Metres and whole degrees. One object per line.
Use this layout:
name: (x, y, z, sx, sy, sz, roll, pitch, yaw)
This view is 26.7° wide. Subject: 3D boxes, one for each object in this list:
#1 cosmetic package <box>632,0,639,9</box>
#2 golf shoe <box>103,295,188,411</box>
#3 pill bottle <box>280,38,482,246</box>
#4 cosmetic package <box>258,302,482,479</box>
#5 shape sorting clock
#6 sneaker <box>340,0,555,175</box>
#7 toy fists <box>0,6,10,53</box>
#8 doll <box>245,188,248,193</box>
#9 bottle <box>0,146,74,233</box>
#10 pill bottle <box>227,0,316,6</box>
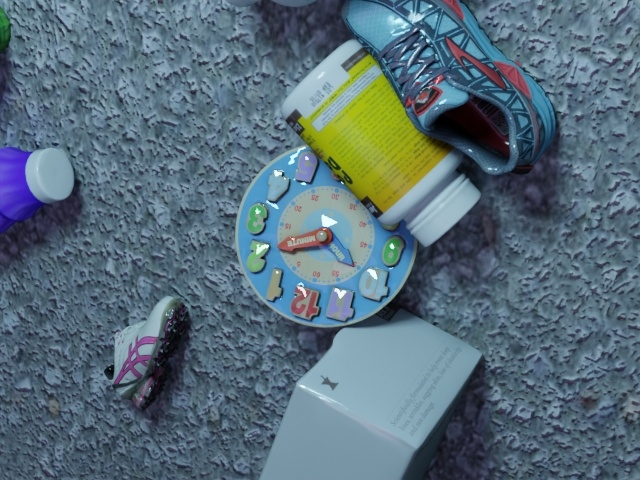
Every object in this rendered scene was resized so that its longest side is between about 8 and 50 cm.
cosmetic package: (0.398, -0.255, 1.170, 0.238, 0.107, 0.127, -36, 95, 34)
golf shoe: (-0.229, 0.136, 1.725, 0.086, 0.067, 0.186, 34, 126, 10)
pill bottle: (0.067, -0.098, 1.414, 0.215, 0.117, 0.117, 47, 127, -1)
cosmetic package: (0.028, 0.281, 1.578, 0.156, 0.217, 0.385, 30, 127, 11)
shape sorting clock: (0.006, -0.006, 1.496, 0.206, 0.040, 0.206, 1, 94, 10)
sneaker: (0.122, -0.166, 1.338, 0.262, 0.125, 0.104, 39, 126, 0)
toy fists: (-0.496, -0.303, 1.588, 0.279, 0.142, 0.096, 45, 127, -1)
doll: (0.000, 0.000, 1.546, 0.189, 0.046, 0.129, 19, 113, 11)
bottle: (-0.439, -0.060, 1.717, 0.282, 0.092, 0.118, -9, 109, 31)
pill bottle: (0.006, -0.320, 1.312, 0.264, 0.146, 0.146, -21, 104, 33)
